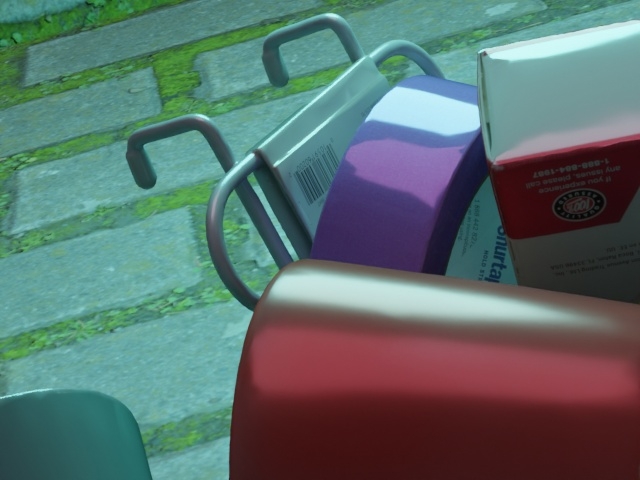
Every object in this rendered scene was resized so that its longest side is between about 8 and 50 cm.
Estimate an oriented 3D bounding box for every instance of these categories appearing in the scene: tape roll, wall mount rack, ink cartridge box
[{"bbox_3d":[0.089,0.017,1.506,0.090,0.274,0.275,15,33,24],"label":"tape roll"},{"bbox_3d":[0.000,0.000,1.553,0.130,0.304,0.350,-16,17,39],"label":"wall mount rack"},{"bbox_3d":[0.247,-0.007,1.404,0.226,0.306,0.131,-11,46,8],"label":"ink cartridge box"}]

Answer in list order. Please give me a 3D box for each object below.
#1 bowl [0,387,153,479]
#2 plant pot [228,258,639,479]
[{"bbox_3d":[-0.204,0.249,1.200,0.312,0.311,0.163,-26,63,-24],"label":"bowl"},{"bbox_3d":[0.103,0.143,1.228,0.243,0.275,0.275,-3,25,21],"label":"plant pot"}]
